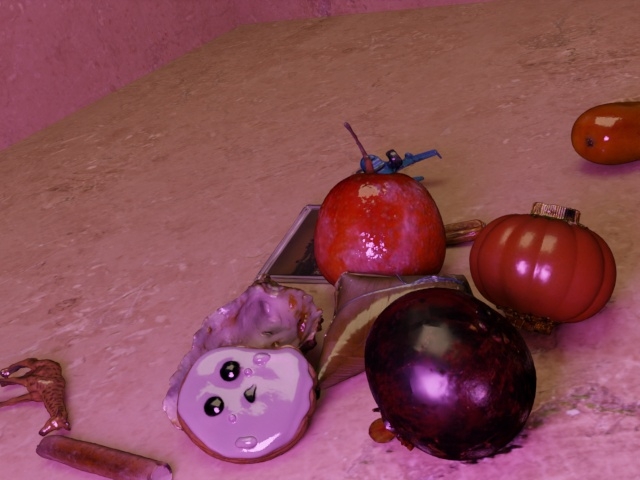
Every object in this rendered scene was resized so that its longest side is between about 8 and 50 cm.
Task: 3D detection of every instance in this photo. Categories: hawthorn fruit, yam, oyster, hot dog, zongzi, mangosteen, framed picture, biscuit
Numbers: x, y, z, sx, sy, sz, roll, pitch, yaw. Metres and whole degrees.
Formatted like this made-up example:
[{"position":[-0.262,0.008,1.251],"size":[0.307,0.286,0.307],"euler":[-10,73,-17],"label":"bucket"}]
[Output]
[{"position":[0.105,-0.014,1.695],"size":[0.235,0.262,0.231],"euler":[16,45,17],"label":"hawthorn fruit"},{"position":[-0.331,0.329,1.459],"size":[0.264,0.046,0.046],"euler":[4,32,35],"label":"yam"},{"position":[-0.087,0.172,1.571],"size":[0.204,0.110,0.396],"euler":[2,34,25],"label":"oyster"},{"position":[0.254,-0.011,1.837],"size":[0.122,0.037,0.049],"euler":[-10,36,25],"label":"hot dog"},{"position":[0.111,0.147,1.502],"size":[0.228,0.115,0.256],"euler":[-3,34,23],"label":"zongzi"},{"position":[0.148,0.195,1.286],"size":[0.261,0.236,0.235],"euler":[-49,11,27],"label":"mangosteen"},{"position":[0.000,0.000,1.943],"size":[0.197,0.014,0.252],"euler":[-1,38,32],"label":"framed picture"},{"position":[-0.111,0.231,1.414],"size":[0.208,0.049,0.180],"euler":[3,62,11],"label":"biscuit"}]

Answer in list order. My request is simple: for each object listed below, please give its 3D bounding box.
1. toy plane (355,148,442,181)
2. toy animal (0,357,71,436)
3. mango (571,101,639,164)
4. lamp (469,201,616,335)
[{"position":[0.130,-0.142,2.116],"size":[0.254,0.105,0.271],"euler":[-32,30,-1],"label":"toy plane"},{"position":[-0.491,0.265,1.688],"size":[0.276,0.054,0.149],"euler":[8,36,40],"label":"toy animal"},{"position":[0.614,-0.219,1.952],"size":[0.221,0.120,0.151],"euler":[-10,23,-4],"label":"mango"},{"position":[0.336,0.043,1.478],"size":[0.223,0.196,0.223],"euler":[15,0,0],"label":"lamp"}]
